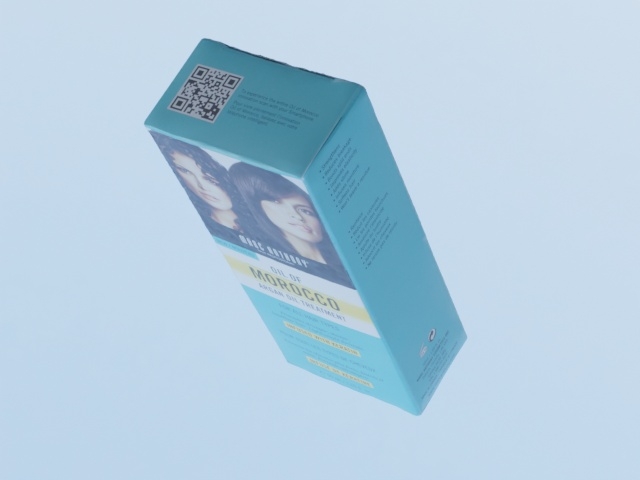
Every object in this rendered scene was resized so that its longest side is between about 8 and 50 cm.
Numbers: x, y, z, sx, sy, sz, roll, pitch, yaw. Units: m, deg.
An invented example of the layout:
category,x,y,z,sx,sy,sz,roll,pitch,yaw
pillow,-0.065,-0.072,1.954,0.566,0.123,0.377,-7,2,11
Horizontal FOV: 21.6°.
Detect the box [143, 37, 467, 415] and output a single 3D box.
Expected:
category,x,y,z,sx,sy,sz,roll,pitch,yaw
box,0.000,0.000,0.899,0.100,0.244,0.060,20,-114,30
